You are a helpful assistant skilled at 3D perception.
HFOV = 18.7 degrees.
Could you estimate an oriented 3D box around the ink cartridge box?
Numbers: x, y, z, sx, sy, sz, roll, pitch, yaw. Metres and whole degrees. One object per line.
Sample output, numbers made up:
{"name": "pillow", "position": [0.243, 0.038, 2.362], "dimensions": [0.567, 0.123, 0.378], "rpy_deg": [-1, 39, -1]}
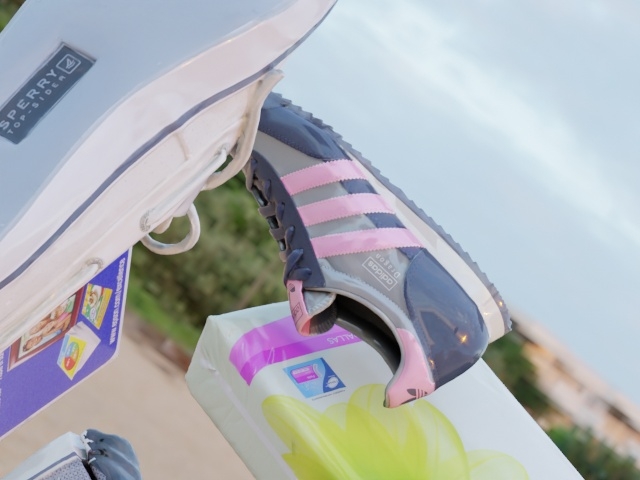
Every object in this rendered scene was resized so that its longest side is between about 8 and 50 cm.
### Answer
{"name": "ink cartridge box", "position": [-0.249, 0.045, 1.316], "dimensions": [0.072, 0.307, 0.304], "rpy_deg": [38, -39, 22]}

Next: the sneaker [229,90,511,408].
{"name": "sneaker", "position": [0.000, 0.000, 1.575], "dimensions": [0.319, 0.131, 0.112], "rpy_deg": [42, -18, 19]}

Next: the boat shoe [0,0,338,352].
{"name": "boat shoe", "position": [-0.105, -0.056, 1.086], "dimensions": [0.136, 0.367, 0.156], "rpy_deg": [30, -27, 23]}

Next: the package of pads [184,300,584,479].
{"name": "package of pads", "position": [0.060, 0.167, 1.626], "dimensions": [0.229, 0.101, 0.296], "rpy_deg": [-10, 47, -38]}

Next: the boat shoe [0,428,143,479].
{"name": "boat shoe", "position": [-0.291, 0.322, 1.737], "dimensions": [0.127, 0.340, 0.158], "rpy_deg": [38, 17, -43]}
